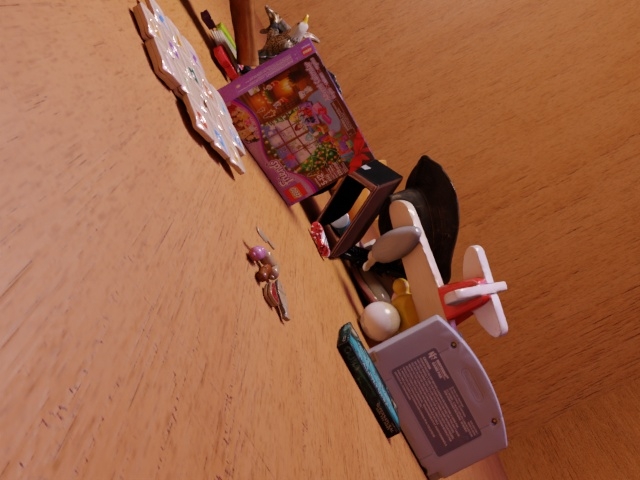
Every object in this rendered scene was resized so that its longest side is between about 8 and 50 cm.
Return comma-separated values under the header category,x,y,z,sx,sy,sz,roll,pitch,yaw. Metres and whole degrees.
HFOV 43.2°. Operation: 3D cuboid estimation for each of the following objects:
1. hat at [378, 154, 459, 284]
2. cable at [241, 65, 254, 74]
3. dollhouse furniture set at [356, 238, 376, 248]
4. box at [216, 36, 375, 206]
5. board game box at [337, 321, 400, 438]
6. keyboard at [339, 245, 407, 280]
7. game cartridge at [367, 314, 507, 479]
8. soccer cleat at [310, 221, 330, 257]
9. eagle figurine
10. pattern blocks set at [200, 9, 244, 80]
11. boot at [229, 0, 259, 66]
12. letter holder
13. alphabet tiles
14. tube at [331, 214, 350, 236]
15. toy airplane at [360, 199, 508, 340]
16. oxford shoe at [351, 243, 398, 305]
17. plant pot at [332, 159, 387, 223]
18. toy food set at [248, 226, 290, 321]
category,x,y,z,sx,sy,sz,roll,pitch,yaw
hat,0.216,-0.041,1.980,0.331,0.134,0.331,174,-90,-75
cable,-0.112,-0.308,1.780,0.184,0.047,0.150,65,8,18
dollhouse furniture set,0.124,-0.012,2.419,0.091,0.081,0.114,56,9,-40
box,-0.042,-0.214,1.531,0.293,0.201,0.057,54,10,-45
board game box,0.085,0.242,1.426,0.186,0.026,0.126,61,8,-7
keyboard,0.143,0.048,2.031,0.192,0.038,0.100,19,31,-7
game cartridge,0.232,0.301,1.564,0.294,0.196,0.060,62,8,-7
soccer cleat,0.000,0.000,1.730,0.035,0.029,0.083,68,0,-70
eagle figurine,-0.083,-0.468,2.046,0.225,0.226,0.298,91,-10,-50
pattern blocks set,-0.186,-0.385,1.839,0.325,0.026,0.285,53,12,-52
boot,-0.167,-0.528,1.741,0.264,0.096,0.280,-130,-149,-61
letter holder,0.054,-0.093,1.935,0.152,0.214,0.302,34,16,9
alphabet tiles,-0.197,-0.236,1.241,0.278,0.021,0.284,65,8,26
tube,0.064,-0.034,2.249,0.207,0.052,0.080,58,17,-75
toy airplane,0.224,0.155,1.742,0.386,0.273,0.384,-123,-153,-54
oxford shoe,0.158,0.083,2.100,0.348,0.130,0.123,-98,162,-66
plant pot,0.134,-0.150,2.637,0.205,0.205,0.187,-18,96,-83
toy food set,-0.073,0.045,1.086,0.078,0.019,0.122,53,20,-51
